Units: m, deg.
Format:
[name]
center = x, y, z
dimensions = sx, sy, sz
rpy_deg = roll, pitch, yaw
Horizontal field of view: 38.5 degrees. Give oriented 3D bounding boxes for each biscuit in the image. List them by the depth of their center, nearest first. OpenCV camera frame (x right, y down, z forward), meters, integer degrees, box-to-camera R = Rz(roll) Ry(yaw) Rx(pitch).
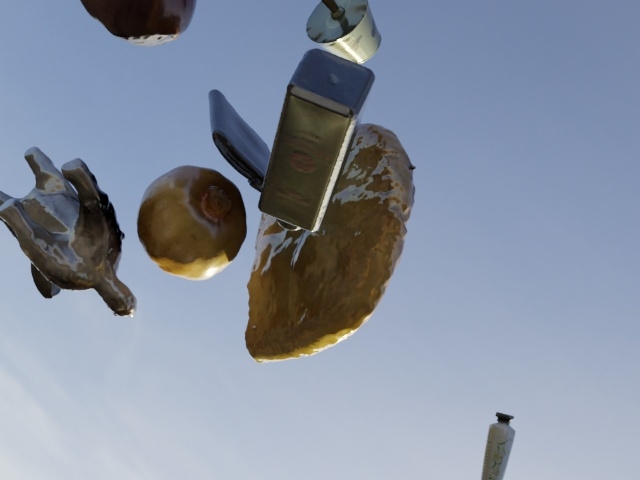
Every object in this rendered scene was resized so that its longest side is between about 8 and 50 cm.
[biscuit]
center = -0.001, -0.001, 1.595
dimensions = 0.104, 0.429, 0.446
rpy_deg = 25, -20, -27

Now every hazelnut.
[hazelnut]
center = -0.284, -0.425, 1.488
dimensions = 0.208, 0.208, 0.208
rpy_deg = 28, -39, 26

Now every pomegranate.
[pomegranate]
center = -0.224, -0.032, 1.626
dimensions = 0.207, 0.207, 0.207
rpy_deg = 28, -39, 26

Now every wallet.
[wallet]
center = -0.140, -0.167, 1.629
dimensions = 0.170, 0.044, 0.321
rpy_deg = 48, 9, -21

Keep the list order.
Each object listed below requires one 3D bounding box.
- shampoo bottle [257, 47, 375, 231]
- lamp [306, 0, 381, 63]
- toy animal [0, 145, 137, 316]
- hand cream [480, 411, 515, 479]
[shampoo bottle]
center = -0.012, -0.096, 1.021
dimensions = 0.080, 0.079, 0.246
rpy_deg = 23, -36, 3
[lamp]
center = 0.018, -0.393, 1.553
dimensions = 0.121, 0.121, 0.215
rpy_deg = 14, -17, 39
[toy animal]
center = -0.470, 0.001, 1.705
dimensions = 0.302, 0.194, 0.344
rpy_deg = 59, -16, -25
[hand cream]
center = 0.272, 0.368, 1.441
dimensions = 0.042, 0.194, 0.067
rpy_deg = 11, -8, 14
